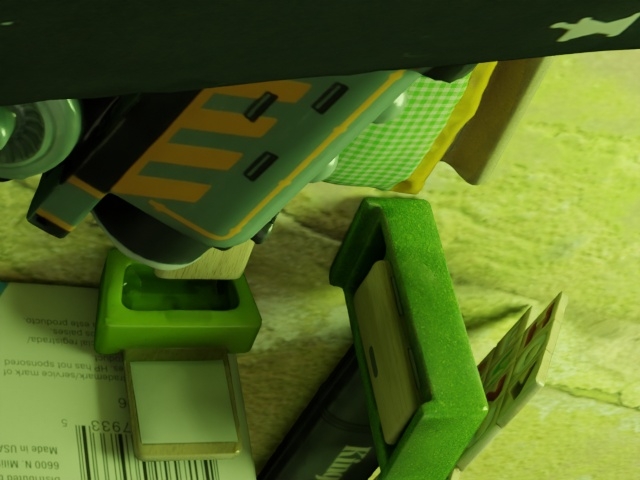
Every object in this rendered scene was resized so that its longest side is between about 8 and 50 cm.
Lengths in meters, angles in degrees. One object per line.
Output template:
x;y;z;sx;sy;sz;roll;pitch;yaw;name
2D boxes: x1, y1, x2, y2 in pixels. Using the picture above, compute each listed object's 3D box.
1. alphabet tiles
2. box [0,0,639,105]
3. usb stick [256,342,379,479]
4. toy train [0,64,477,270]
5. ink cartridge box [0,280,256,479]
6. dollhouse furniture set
0.072;0.137;1.211;0.009;0.198;0.237;37;118;-3;alphabet tiles
0.016;-0.244;0.385;0.472;0.297;0.480;-5;164;-16;box
0.011;0.140;1.330;0.077;0.045;0.278;-1;146;-26;usb stick
-0.036;-0.107;0.825;0.190;0.142;0.334;32;132;-17;toy train
-0.181;0.226;1.087;0.286;0.395;0.166;5;143;-23;ink cartridge box
0.000;0.000;1.021;0.198;0.151;0.301;1;145;-17;dollhouse furniture set
